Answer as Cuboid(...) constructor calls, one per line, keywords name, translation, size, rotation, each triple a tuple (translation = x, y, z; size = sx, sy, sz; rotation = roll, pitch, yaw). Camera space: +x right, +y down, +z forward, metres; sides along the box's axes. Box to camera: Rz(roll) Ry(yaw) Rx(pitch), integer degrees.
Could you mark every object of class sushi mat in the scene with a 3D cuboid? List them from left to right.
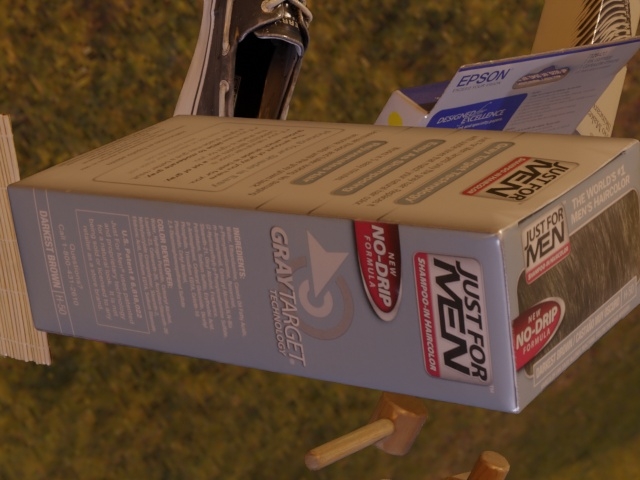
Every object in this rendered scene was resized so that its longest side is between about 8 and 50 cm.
Cuboid(name="sushi mat", translation=(-0.401, -0.003, 1.770), size=(0.019, 0.151, 0.317), rotation=(-34, 123, -54))

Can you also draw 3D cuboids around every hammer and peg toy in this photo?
Cuboid(name="hammer and peg toy", translation=(0.129, 0.320, 1.582), size=(0.266, 0.361, 0.127), rotation=(-6, 127, -48))

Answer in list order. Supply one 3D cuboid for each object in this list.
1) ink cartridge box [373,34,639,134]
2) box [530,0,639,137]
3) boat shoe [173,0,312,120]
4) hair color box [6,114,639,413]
Cuboid(name="ink cartridge box", translation=(0.173, -0.120, 1.636), size=(0.303, 0.072, 0.307), rotation=(-14, 147, -39))
Cuboid(name="box", translation=(0.341, -0.238, 1.962), size=(0.113, 0.094, 0.275), rotation=(40, 59, -45))
Cuboid(name="boat shoe", translation=(-0.054, -0.197, 1.347), size=(0.108, 0.102, 0.301), rotation=(15, 91, -41))
Cuboid(name="hair color box", translation=(0.000, 0.000, 0.965), size=(0.185, 0.374, 0.114), rotation=(-30, 119, -49))
